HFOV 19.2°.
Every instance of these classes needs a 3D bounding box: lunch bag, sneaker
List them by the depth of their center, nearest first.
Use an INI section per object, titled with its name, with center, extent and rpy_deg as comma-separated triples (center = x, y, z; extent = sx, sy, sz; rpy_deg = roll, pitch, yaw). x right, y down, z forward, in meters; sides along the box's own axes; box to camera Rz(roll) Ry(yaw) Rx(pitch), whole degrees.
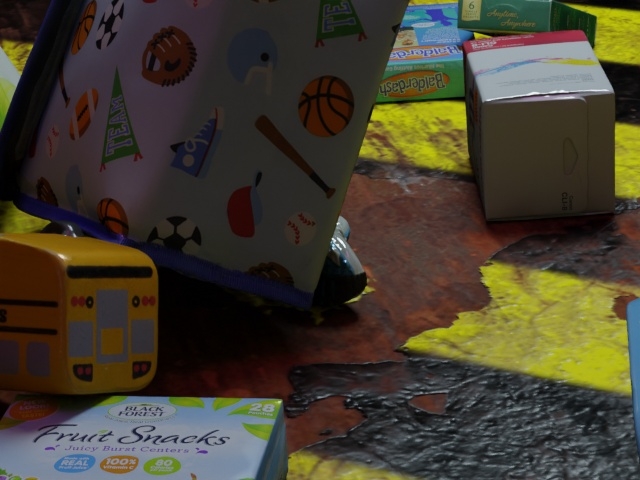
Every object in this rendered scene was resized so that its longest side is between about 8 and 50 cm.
[lunch bag]
center = -0.133, -0.145, 1.678
extent = 0.239, 0.328, 0.385
rpy_deg = 20, 1, -30
[sneaker]
center = 0.000, 0.000, 1.705
extent = 0.083, 0.071, 0.190
rpy_deg = -11, 25, -28

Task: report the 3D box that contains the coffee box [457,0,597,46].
[coffee box]
center = 0.236, -0.248, 2.156
extent = 0.113, 0.040, 0.184
rpy_deg = 6, 3, 23

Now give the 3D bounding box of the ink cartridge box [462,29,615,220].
[ink cartridge box]
center = 0.210, -0.113, 1.838
extent = 0.127, 0.128, 0.176
rpy_deg = -5, 24, -1

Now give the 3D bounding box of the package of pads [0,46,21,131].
[package of pads]
center = -0.396, -0.182, 1.862
extent = 0.101, 0.296, 0.229
rpy_deg = -35, 5, 10

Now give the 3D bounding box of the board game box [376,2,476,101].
[board game box]
center = 0.098, -0.217, 2.179
extent = 0.160, 0.047, 0.210
rpy_deg = -3, 24, 1

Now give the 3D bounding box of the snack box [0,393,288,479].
[snack box]
center = -0.139, 0.178, 1.337
extent = 0.207, 0.070, 0.174
rpy_deg = 2, 24, 10

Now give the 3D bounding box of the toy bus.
[toy bus]
center = -0.283, 0.049, 1.506
extent = 0.332, 0.130, 0.108
rpy_deg = 0, 0, 38

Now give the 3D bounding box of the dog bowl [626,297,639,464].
[dog bowl]
center = 0.257, 0.132, 1.279
extent = 0.074, 0.166, 0.297
rpy_deg = -12, 23, 13
